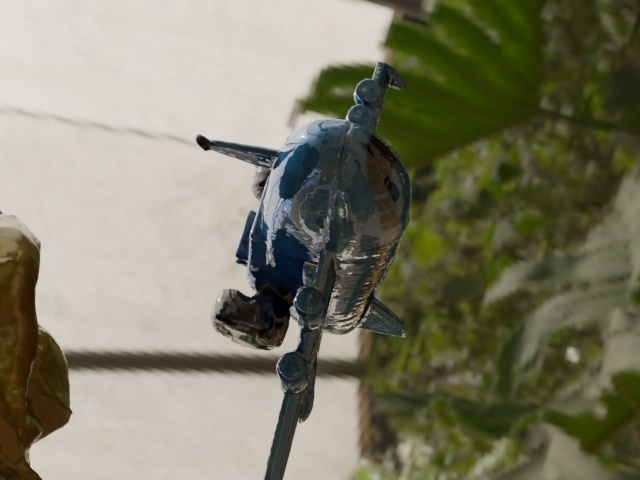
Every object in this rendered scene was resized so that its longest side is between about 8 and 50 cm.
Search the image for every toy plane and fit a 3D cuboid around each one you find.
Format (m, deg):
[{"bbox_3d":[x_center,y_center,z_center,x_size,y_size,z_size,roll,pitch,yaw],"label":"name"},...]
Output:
[{"bbox_3d":[0.000,0.000,0.876,0.271,0.105,0.254,75,-151,-66],"label":"toy plane"}]

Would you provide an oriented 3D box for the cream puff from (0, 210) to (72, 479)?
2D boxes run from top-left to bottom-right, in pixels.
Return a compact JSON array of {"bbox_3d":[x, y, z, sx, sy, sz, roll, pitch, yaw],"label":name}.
[{"bbox_3d":[-0.276,0.091,0.794,0.257,0.324,0.291,38,113,52],"label":"cream puff"}]
